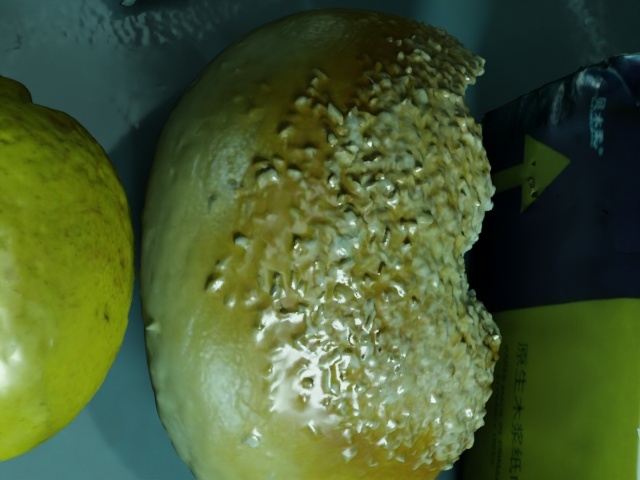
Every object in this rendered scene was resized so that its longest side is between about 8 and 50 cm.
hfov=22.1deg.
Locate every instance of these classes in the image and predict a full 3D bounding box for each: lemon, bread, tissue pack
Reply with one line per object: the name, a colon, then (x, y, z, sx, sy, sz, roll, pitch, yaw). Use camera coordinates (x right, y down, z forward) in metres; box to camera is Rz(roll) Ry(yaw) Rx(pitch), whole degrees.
lemon: (-0.181, 0.012, 0.865, 0.170, 0.170, 0.207, 15, 72, -16)
bread: (-0.002, -0.005, 0.900, 0.192, 0.171, 0.314, 31, 66, -50)
tissue pack: (0.229, 0.117, 0.945, 0.264, 0.253, 0.416, 7, 80, -18)

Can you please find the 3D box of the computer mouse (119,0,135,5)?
computer mouse: (-0.124, -0.244, 0.963, 0.126, 0.071, 0.231, -39, 97, -18)
